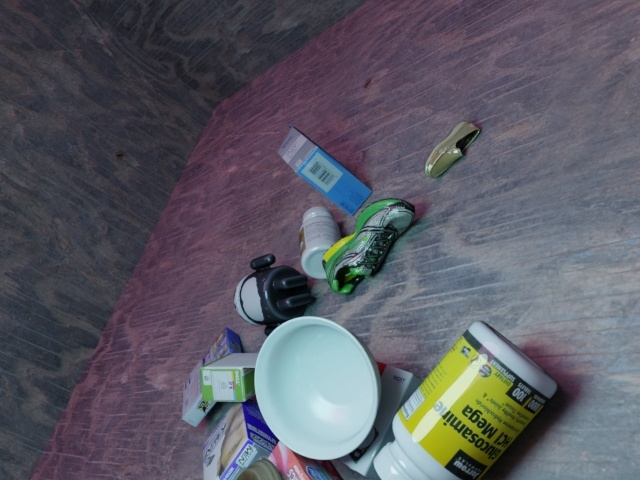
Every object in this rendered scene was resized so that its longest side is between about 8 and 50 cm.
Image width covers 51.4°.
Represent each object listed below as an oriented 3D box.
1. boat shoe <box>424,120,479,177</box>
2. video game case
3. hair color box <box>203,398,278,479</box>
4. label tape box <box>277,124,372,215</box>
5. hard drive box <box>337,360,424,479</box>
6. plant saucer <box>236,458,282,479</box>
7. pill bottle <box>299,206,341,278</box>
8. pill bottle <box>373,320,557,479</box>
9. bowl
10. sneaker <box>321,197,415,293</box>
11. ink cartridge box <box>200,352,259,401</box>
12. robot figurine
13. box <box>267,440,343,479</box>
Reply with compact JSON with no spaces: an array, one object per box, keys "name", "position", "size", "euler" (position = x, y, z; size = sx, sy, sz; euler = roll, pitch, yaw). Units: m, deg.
[{"name":"boat shoe","position":[0.363,-0.246,1.825],"size":[0.190,0.068,0.072],"euler":[-53,39,2]},{"name":"video game case","position":[-0.345,0.430,2.127],"size":[0.244,0.061,0.269],"euler":[-53,16,4]},{"name":"hair color box","position":[-0.209,0.540,1.702],"size":[0.185,0.110,0.339],"euler":[-55,13,-2]},{"name":"label tape box","position":[-0.006,-0.242,2.189],"size":[0.115,0.249,0.348],"euler":[-52,28,5]},{"name":"hard drive box","position":[0.124,0.393,1.456],"size":[0.181,0.089,0.232],"euler":[4,62,58]},{"name":"plant saucer","position":[-0.143,0.606,1.404],"size":[0.278,0.041,0.278],"euler":[-37,46,53]},{"name":"pill bottle","position":[0.000,0.000,2.040],"size":[0.131,0.131,0.229],"euler":[-41,30,23]},{"name":"pill bottle","position":[0.255,0.328,1.219],"size":[0.334,0.188,0.188],"euler":[-52,28,6]},{"name":"bowl","position":[0.015,0.302,1.424],"size":[0.297,0.134,0.298],"euler":[2,93,29]},{"name":"sneaker","position":[0.143,0.023,1.824],"size":[0.343,0.134,0.146],"euler":[-49,34,29]},{"name":"ink cartridge box","position":[-0.174,0.373,1.828],"size":[0.255,0.189,0.097],"euler":[-3,92,19]},{"name":"robot figurine","position":[-0.150,0.171,2.037],"size":[0.278,0.173,0.209],"euler":[-15,47,50]},{"name":"box","position":[-0.023,0.579,1.420],"size":[0.154,0.142,0.300],"euler":[-56,28,1]}]
